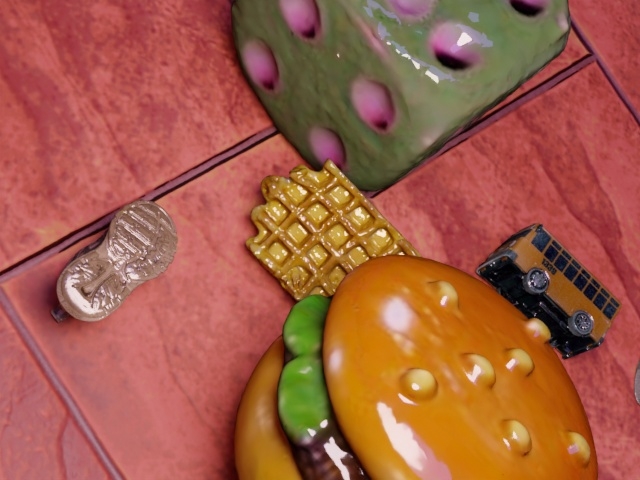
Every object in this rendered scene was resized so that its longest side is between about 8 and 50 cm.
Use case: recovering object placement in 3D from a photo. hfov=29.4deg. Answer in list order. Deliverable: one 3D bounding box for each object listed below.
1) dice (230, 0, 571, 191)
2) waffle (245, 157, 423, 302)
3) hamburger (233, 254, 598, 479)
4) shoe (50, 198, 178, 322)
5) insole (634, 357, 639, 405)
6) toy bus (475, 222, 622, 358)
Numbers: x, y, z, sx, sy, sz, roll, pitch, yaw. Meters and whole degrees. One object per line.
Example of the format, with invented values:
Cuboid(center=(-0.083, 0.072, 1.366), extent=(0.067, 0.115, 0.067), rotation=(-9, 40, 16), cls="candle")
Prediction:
Cuboid(center=(0.103, -0.278, 1.561), extent=(0.318, 0.330, 0.322), rotation=(-37, 88, -30), cls="dice")
Cuboid(center=(0.000, 0.000, 1.536), extent=(0.160, 0.055, 0.211), rotation=(-44, 93, 4), cls="waffle")
Cuboid(center=(0.113, 0.198, 1.361), extent=(0.396, 0.277, 0.396), rotation=(27, 39, -24), cls="hamburger")
Cuboid(center=(-0.245, 0.033, 1.441), extent=(0.089, 0.092, 0.180), rotation=(46, 58, -8), cls="shoe")
Cuboid(center=(0.494, 0.160, 1.759), extent=(0.065, 0.006, 0.193), rotation=(31, 63, -10), cls="insole")
Cuboid(center=(0.314, 0.063, 1.667), extent=(0.182, 0.091, 0.103), rotation=(44, 59, -6), cls="toy bus")
